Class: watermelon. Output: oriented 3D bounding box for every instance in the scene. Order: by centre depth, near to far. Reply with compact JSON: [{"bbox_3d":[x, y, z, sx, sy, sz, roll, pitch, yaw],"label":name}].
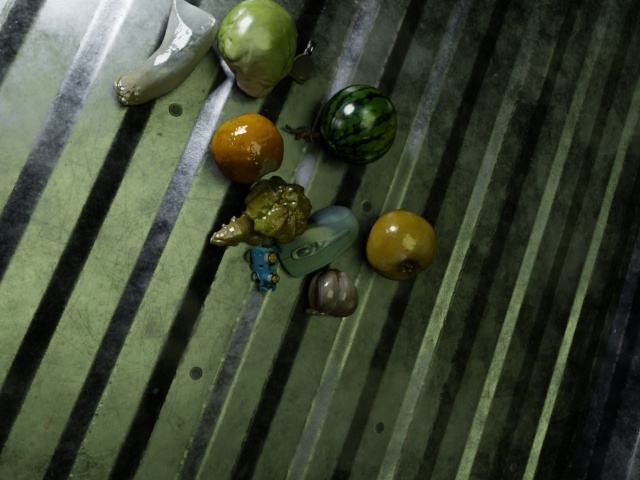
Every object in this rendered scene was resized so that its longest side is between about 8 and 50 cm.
[{"bbox_3d":[0.140,-0.417,1.940,0.286,0.285,0.284,-1,91,-26],"label":"watermelon"}]

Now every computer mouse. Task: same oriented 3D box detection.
[{"bbox_3d":[0.000,0.000,1.974,0.371,0.122,0.188,-28,102,-20],"label":"computer mouse"}]

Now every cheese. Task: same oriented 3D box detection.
[{"bbox_3d":[-0.058,-0.663,1.974,0.086,0.036,0.162,28,79,-21],"label":"cheese"}]

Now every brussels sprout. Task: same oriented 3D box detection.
[{"bbox_3d":[-0.209,-0.646,1.785,0.243,0.274,0.316,21,91,14],"label":"brussels sprout"}]

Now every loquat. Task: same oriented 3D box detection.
[{"bbox_3d":[0.302,0.007,2.041,0.275,0.275,0.274,-1,91,-26],"label":"loquat"}]

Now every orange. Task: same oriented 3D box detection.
[{"bbox_3d":[-0.240,-0.303,1.779,0.240,0.240,0.239,-1,91,-26],"label":"orange"}]

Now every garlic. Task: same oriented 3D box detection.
[{"bbox_3d":[0.063,0.203,1.982,0.214,0.160,0.191,15,89,-23],"label":"garlic"}]

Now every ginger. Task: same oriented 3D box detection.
[{"bbox_3d":[-0.278,-0.035,1.853,0.206,0.081,0.115,-4,123,-34],"label":"ginger"}]

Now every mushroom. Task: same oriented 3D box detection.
[{"bbox_3d":[-0.492,-0.575,1.715,0.178,0.126,0.396,31,76,-3],"label":"mushroom"}]

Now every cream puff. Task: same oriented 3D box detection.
[{"bbox_3d":[-0.141,-0.109,1.836,0.244,0.244,0.196,23,107,-25],"label":"cream puff"}]

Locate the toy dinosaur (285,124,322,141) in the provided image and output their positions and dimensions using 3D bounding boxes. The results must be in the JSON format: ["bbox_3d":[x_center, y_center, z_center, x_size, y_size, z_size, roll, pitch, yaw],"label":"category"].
[{"bbox_3d":[-0.061,-0.395,1.969,0.154,0.049,0.055,11,88,-31],"label":"toy dinosaur"}]

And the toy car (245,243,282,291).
[{"bbox_3d":[-0.179,0.090,1.889,0.098,0.126,0.161,-28,109,-41],"label":"toy car"}]
